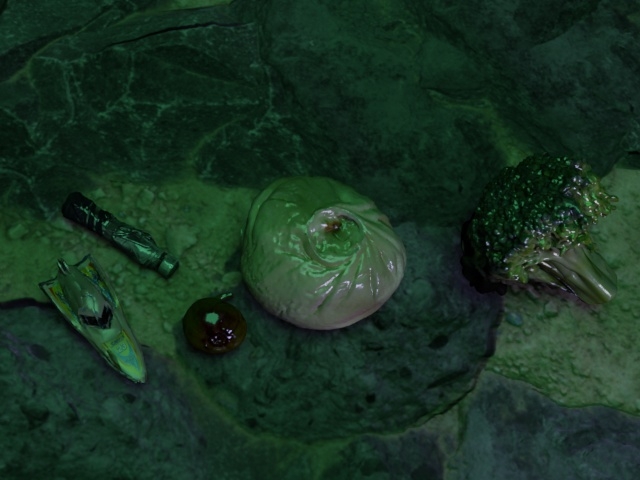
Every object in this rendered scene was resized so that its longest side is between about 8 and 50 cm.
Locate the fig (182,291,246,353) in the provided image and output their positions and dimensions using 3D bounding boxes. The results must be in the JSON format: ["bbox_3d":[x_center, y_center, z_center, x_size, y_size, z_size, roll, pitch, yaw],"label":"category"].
[{"bbox_3d":[-0.149,0.110,1.439,0.084,0.082,0.098,-24,32,-2],"label":"fig"}]

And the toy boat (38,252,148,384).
[{"bbox_3d":[-0.294,0.112,1.410,0.084,0.066,0.210,-33,73,-22],"label":"toy boat"}]

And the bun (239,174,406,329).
[{"bbox_3d":[0.000,0.000,1.476,0.243,0.153,0.244,6,57,-9],"label":"bun"}]

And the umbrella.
[{"bbox_3d":[-0.283,-0.011,1.489,0.188,0.046,0.050,31,57,8],"label":"umbrella"}]

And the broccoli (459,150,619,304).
[{"bbox_3d":[0.332,0.003,1.533,0.243,0.263,0.247,43,96,-14],"label":"broccoli"}]
